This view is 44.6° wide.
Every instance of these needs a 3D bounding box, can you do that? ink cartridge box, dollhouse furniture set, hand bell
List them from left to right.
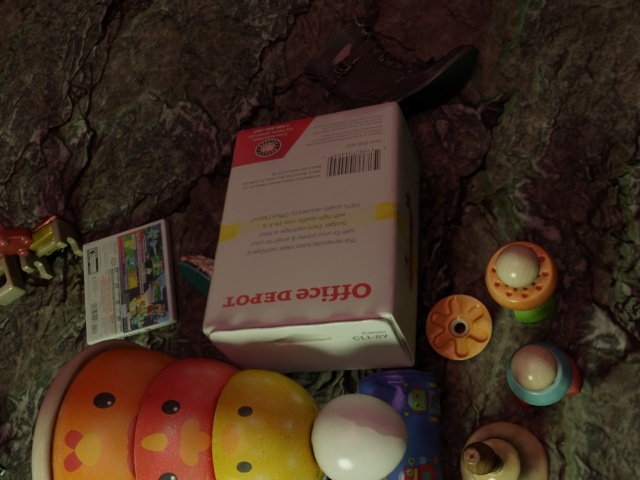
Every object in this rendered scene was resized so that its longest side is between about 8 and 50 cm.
[{"bbox_3d":[-0.671,0.036,1.484,0.374,0.201,0.152,-33,64,10],"label":"dollhouse furniture set"},{"bbox_3d":[0.000,0.000,1.194,0.280,0.160,0.384,-7,54,18],"label":"ink cartridge box"},{"bbox_3d":[0.222,0.289,1.016,0.126,0.242,0.126,-7,70,19],"label":"hand bell"}]

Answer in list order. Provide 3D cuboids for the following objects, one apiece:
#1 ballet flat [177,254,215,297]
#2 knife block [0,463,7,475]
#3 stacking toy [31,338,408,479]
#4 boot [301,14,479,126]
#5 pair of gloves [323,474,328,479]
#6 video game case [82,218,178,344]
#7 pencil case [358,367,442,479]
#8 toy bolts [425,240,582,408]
[{"bbox_3d":[-0.139,0.088,1.332,0.241,0.091,0.077,35,58,23],"label":"ballet flat"},{"bbox_3d":[-0.705,0.386,1.366,0.242,0.276,0.088,9,74,55],"label":"knife block"},{"bbox_3d":[-0.111,0.278,1.079,0.480,0.351,0.350,-13,68,22],"label":"stacking toy"},{"bbox_3d":[0.112,-0.309,1.346,0.263,0.091,0.229,-36,64,10],"label":"boot"},{"bbox_3d":[0.020,0.376,1.131,0.198,0.023,0.159,-50,37,48],"label":"pair of gloves"},{"bbox_3d":[-0.355,0.077,1.444,0.184,0.023,0.201,-16,66,16],"label":"video game case"},{"bbox_3d":[0.113,0.338,1.115,0.133,0.120,0.305,148,127,-61],"label":"pencil case"},{"bbox_3d":[0.256,0.130,1.101,0.218,0.158,0.228,-26,65,12],"label":"toy bolts"}]
